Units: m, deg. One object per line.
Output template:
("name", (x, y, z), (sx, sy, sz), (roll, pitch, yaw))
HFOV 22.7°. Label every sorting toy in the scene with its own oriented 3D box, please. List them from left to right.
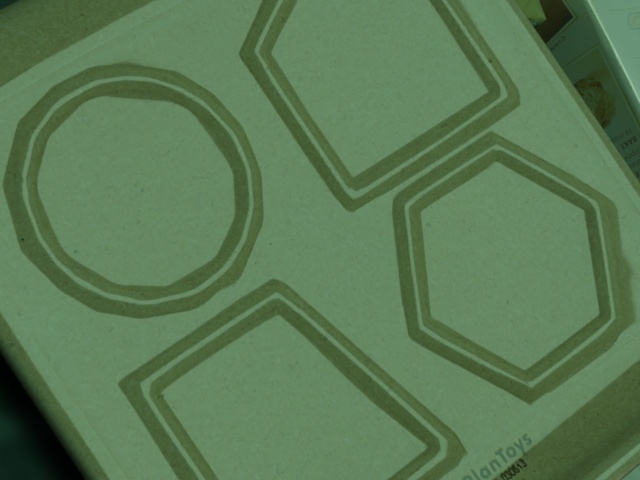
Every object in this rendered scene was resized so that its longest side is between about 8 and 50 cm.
("sorting toy", (0.000, 0.000, 0.457), (0.193, 0.038, 0.208), (-34, 84, -25))

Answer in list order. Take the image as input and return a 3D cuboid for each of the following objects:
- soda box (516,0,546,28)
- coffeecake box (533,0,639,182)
("soda box", (0.012, -0.142, 0.567), (0.061, 0.058, 0.181), (-3, 67, -41))
("coffeecake box", (0.141, -0.031, 0.600), (0.142, 0.068, 0.185), (-12, 73, -45))
